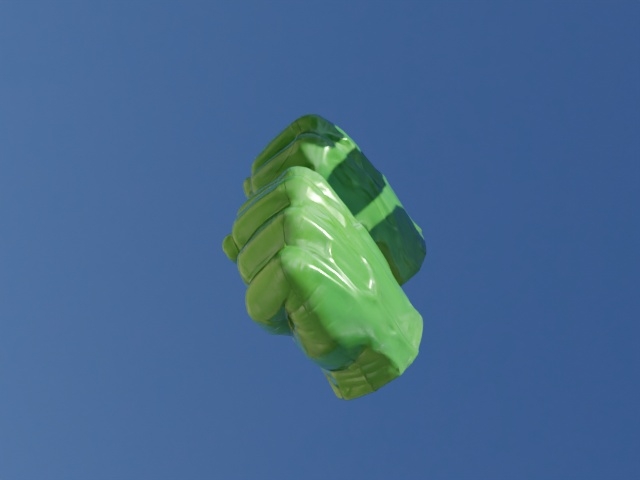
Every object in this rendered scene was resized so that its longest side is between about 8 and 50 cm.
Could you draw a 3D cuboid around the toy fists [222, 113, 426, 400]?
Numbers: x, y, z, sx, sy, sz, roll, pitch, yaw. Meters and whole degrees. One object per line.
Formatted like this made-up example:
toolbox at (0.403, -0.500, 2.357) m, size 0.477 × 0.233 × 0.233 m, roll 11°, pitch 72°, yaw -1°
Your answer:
toy fists at (0.000, 0.000, 1.200) m, size 0.096 × 0.279 × 0.142 m, roll -29°, pitch -72°, yaw 17°
